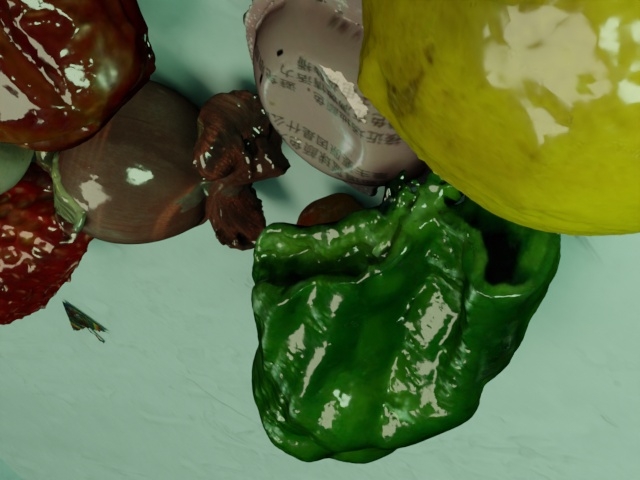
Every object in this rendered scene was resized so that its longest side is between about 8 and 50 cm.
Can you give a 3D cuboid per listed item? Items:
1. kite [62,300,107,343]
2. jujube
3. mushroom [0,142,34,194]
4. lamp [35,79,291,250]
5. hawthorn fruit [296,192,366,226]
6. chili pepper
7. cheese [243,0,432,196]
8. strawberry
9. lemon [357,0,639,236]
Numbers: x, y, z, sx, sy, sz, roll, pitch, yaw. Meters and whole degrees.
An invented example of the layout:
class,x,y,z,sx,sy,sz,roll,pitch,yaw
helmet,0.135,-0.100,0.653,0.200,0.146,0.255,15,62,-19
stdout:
class,x,y,z,sx,sy,sz,roll,pitch,yaw
kite,-0.350,0.120,1.862,0.090,0.004,0.122,49,154,-17
jujube,-0.274,-0.219,0.980,0.342,0.216,0.216,51,153,-17
mushroom,-0.394,-0.145,1.313,0.206,0.206,0.209,28,130,24
lamp,-0.146,-0.079,1.130,0.223,0.151,0.215,-4,158,-6
hawthorn fruit,0.000,0.000,1.081,0.066,0.103,0.067,31,136,35
chili pepper,0.053,0.074,0.991,0.385,0.213,0.168,120,133,-62
cheese,0.019,-0.129,0.884,0.189,0.074,0.286,30,149,19
strawberry,-0.352,-0.008,1.467,0.244,0.205,0.205,-14,122,44
lemon,0.132,-0.118,0.575,0.233,0.233,0.288,37,166,7
